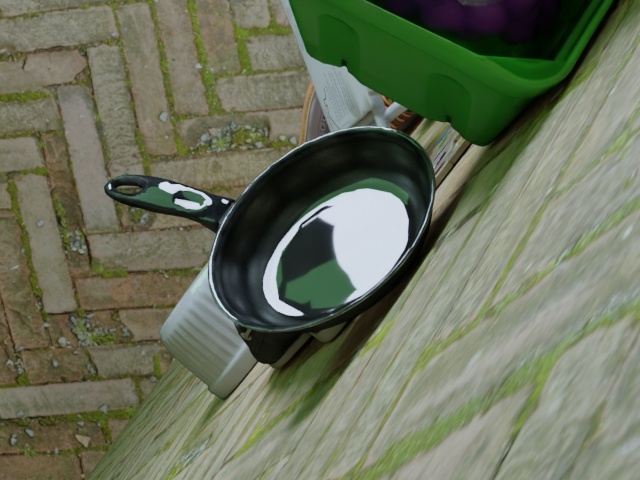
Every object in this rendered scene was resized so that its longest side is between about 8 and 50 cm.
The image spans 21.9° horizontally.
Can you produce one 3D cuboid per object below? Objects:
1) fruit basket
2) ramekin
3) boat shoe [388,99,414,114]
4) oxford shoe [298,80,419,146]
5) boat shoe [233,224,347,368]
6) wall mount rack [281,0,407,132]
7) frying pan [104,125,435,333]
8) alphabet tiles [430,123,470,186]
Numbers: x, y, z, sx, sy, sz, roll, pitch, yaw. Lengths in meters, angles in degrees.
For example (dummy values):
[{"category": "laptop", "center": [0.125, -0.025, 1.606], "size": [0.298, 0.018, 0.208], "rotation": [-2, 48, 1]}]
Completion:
[{"category": "fruit basket", "center": [0.127, -0.304, 1.191], "size": [0.392, 0.283, 0.392], "rotation": [-58, -10, -16]}, {"category": "ramekin", "center": [-0.099, 0.072, 1.941], "size": [0.207, 0.109, 0.207], "rotation": [-54, 4, 6]}, {"category": "boat shoe", "center": [0.141, -0.225, 1.767], "size": [0.117, 0.096, 0.324], "rotation": [-12, -9, -22]}, {"category": "oxford shoe", "center": [0.069, -0.181, 2.022], "size": [0.132, 0.130, 0.363], "rotation": [-102, 32, -56]}, {"category": "boat shoe", "center": [-0.031, 0.041, 1.489], "size": [0.112, 0.095, 0.335], "rotation": [-55, 4, -14]}, {"category": "wall mount rack", "center": [0.041, -0.200, 1.717], "size": [0.131, 0.350, 0.304], "rotation": [-17, -7, -21]}, {"category": "frying pan", "center": [-0.051, 0.007, 1.297], "size": [0.326, 0.053, 0.197], "rotation": [-12, 46, 29]}, {"category": "alphabet tiles", "center": [0.167, -0.152, 1.460], "size": [0.237, 0.009, 0.198], "rotation": [-52, 4, 18]}]
